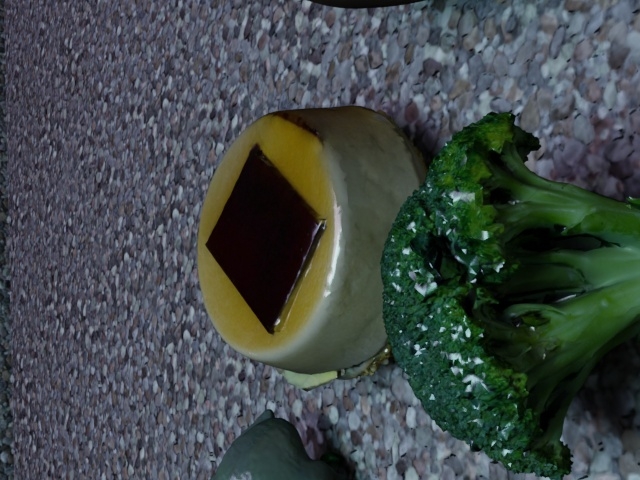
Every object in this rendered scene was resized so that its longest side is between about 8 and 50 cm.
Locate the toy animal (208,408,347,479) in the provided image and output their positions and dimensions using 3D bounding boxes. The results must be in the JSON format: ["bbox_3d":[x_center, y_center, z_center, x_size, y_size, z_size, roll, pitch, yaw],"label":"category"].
[{"bbox_3d":[0.001,0.297,0.934,0.251,0.125,0.127,31,85,36],"label":"toy animal"}]

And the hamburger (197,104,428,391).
[{"bbox_3d":[0.000,0.000,0.927,0.302,0.170,0.302,-12,75,50],"label":"hamburger"}]

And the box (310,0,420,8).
[{"bbox_3d":[0.056,-0.352,0.808,0.216,0.301,0.301,-12,75,62],"label":"box"}]

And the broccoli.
[{"bbox_3d":[0.176,0.042,0.647,0.269,0.269,0.254,-20,74,53],"label":"broccoli"}]
